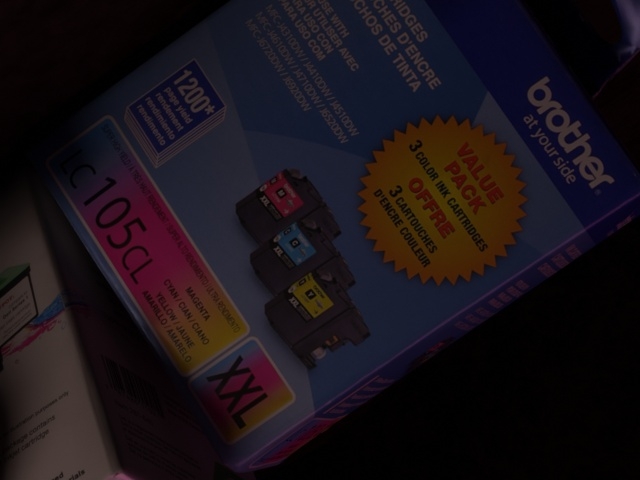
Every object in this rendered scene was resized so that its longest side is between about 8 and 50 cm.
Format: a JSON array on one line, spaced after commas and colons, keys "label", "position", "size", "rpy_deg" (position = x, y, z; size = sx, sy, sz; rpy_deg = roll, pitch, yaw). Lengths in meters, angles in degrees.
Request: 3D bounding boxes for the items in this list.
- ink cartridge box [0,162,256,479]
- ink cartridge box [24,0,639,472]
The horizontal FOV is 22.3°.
[{"label": "ink cartridge box", "position": [-0.158, 0.112, 1.130], "size": [0.117, 0.278, 0.201], "rpy_deg": [-34, 140, 12]}, {"label": "ink cartridge box", "position": [0.042, -0.062, 1.111], "size": [0.395, 0.270, 0.151], "rpy_deg": [-35, 172, 6]}]
